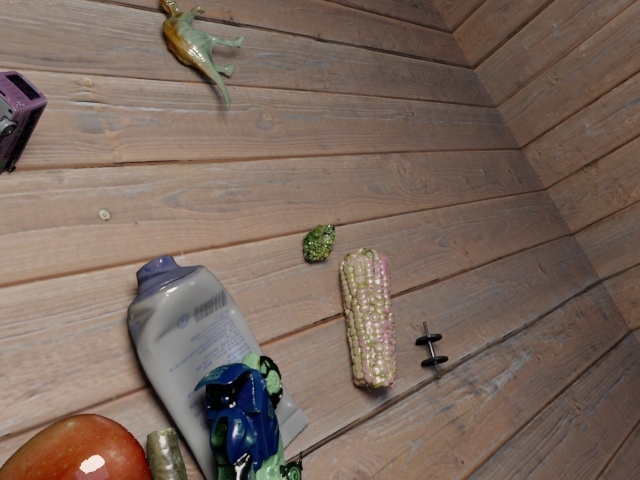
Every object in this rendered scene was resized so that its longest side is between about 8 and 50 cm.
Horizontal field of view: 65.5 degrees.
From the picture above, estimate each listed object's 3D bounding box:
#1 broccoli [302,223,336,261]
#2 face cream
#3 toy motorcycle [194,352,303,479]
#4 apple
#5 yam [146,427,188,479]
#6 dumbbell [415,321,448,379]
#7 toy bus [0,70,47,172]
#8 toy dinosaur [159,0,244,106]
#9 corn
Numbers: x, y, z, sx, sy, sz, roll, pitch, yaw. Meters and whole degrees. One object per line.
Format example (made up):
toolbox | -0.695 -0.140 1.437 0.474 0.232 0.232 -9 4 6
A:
broccoli | 0.000 0.000 1.184 0.097 0.092 0.095 -4 51 -21
face cream | -0.190 0.217 0.880 0.235 0.137 0.420 -33 94 -49
toy motorcycle | -0.120 0.323 0.773 0.196 0.125 0.330 46 35 -45
apple | -0.318 0.320 0.644 0.181 0.181 0.168 53 42 2
yam | -0.216 0.426 0.751 0.061 0.061 0.273 -1 63 -40
dumbbell | 0.278 0.274 1.245 0.070 0.069 0.147 9 58 -35
toy bus | -0.526 -0.185 0.813 0.087 0.178 0.098 44 32 -8
toy dinosaur | -0.288 -0.468 1.252 0.206 0.092 0.392 4 62 -38
corn | 0.117 0.175 1.145 0.127 0.127 0.334 13 57 -33
